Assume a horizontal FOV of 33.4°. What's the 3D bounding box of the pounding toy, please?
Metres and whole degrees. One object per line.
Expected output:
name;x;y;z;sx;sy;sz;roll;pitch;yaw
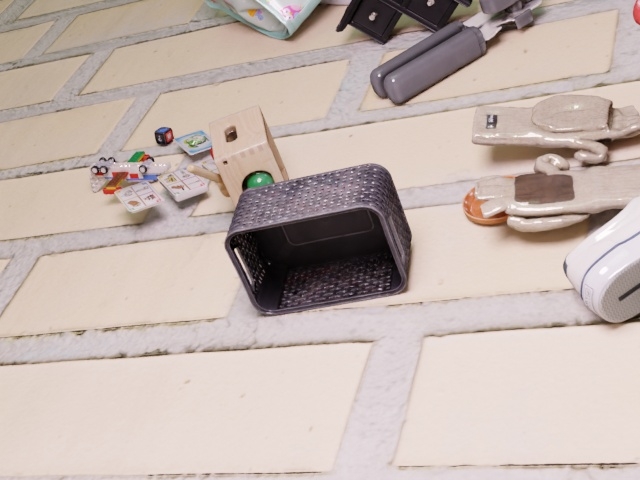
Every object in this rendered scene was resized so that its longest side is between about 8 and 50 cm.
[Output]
pounding toy;-0.102;-0.089;1.349;0.100;0.130;0.141;-21;33;3

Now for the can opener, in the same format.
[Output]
can opener;0.191;-0.302;1.512;0.283;0.095;0.076;-32;33;-15

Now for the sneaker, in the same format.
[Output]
sneaker;0.346;-0.024;1.014;0.258;0.094;0.091;-29;37;-4

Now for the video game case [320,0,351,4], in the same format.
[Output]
video game case;0.143;-0.503;1.886;0.329;0.036;0.300;13;47;43

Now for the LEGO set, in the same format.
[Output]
LEGO set;-0.224;-0.096;1.534;0.183;0.060;0.244;-21;32;-20

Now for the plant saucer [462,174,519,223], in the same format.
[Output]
plant saucer;0.203;-0.045;1.209;0.084;0.013;0.083;-16;34;11

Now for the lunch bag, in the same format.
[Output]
lunch bag;-0.073;-0.477;1.821;0.262;0.160;0.223;32;77;38

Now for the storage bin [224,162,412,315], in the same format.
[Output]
storage bin;0.000;0.000;1.166;0.180;0.122;0.084;-10;35;18

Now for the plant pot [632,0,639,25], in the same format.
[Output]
plant pot;0.431;-0.206;1.135;0.191;0.174;0.191;-22;21;9

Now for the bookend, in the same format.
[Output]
bookend;0.130;-0.358;1.634;0.157;0.156;0.072;-55;9;42

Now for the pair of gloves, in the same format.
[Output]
pair of gloves;0.273;-0.088;1.192;0.204;0.042;0.240;-6;36;10
